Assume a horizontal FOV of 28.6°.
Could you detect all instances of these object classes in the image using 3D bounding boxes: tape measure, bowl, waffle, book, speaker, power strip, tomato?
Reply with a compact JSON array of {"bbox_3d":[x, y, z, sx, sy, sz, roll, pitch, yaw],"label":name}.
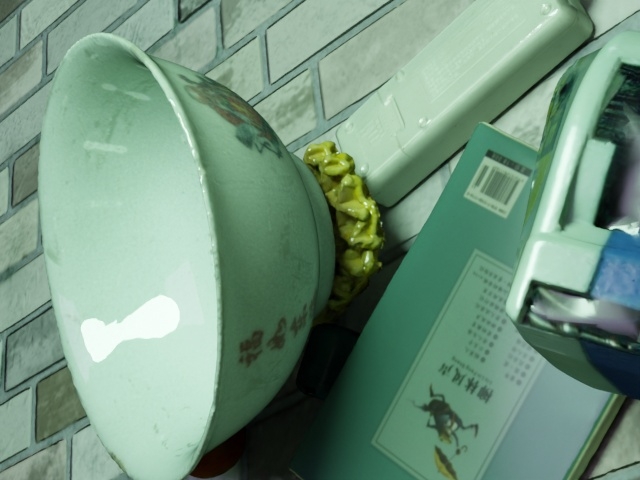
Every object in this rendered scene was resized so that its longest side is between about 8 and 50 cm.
[{"bbox_3d":[0.234,-0.013,0.885,0.138,0.259,0.262,7,77,21],"label":"tape measure"},{"bbox_3d":[-0.112,0.009,1.227,0.435,0.196,0.435,25,120,56],"label":"bowl"},{"bbox_3d":[0.003,-0.001,1.274,0.194,0.051,0.149,-54,52,50],"label":"waffle"},{"bbox_3d":[0.143,0.107,1.100,0.264,0.031,0.379,34,97,41],"label":"book"},{"bbox_3d":[0.028,0.126,1.233,0.094,0.060,0.075,17,84,14],"label":"speaker"},{"bbox_3d":[0.128,-0.149,1.247,0.338,0.058,0.098,-40,48,26],"label":"power strip"},{"bbox_3d":[-0.120,0.210,1.326,0.075,0.087,0.087,104,157,-50],"label":"tomato"}]
